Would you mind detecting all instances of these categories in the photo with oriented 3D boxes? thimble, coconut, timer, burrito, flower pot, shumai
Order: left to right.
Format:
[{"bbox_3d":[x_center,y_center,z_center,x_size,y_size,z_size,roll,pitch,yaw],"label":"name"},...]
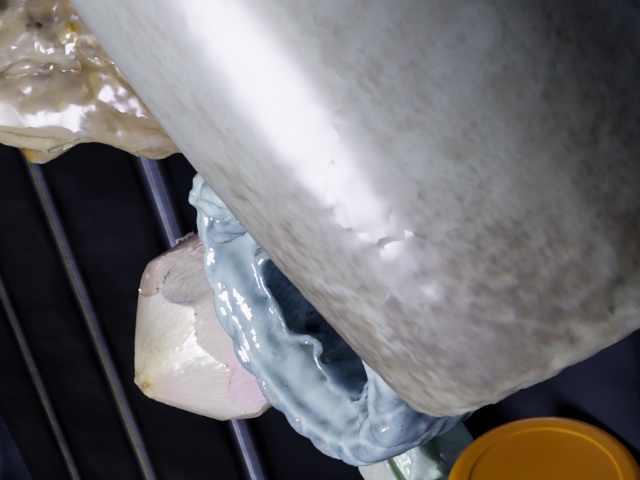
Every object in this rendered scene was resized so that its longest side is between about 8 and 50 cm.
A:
[{"bbox_3d":[-0.199,-0.163,1.222,0.314,0.262,0.267,47,152,27],"label":"shumai"},{"bbox_3d":[-0.083,0.070,1.317,0.171,0.183,0.171,40,147,33],"label":"coconut"},{"bbox_3d":[0.032,0.018,1.067,0.250,0.172,0.205,55,150,10],"label":"thimble"},{"bbox_3d":[0.071,0.167,1.178,0.144,0.089,0.229,75,172,-45],"label":"burrito"},{"bbox_3d":[0.049,-0.101,0.768,0.330,0.293,0.293,59,156,-2],"label":"flower pot"},{"bbox_3d":[0.158,0.219,1.066,0.132,0.132,0.152,38,150,42],"label":"timer"}]
